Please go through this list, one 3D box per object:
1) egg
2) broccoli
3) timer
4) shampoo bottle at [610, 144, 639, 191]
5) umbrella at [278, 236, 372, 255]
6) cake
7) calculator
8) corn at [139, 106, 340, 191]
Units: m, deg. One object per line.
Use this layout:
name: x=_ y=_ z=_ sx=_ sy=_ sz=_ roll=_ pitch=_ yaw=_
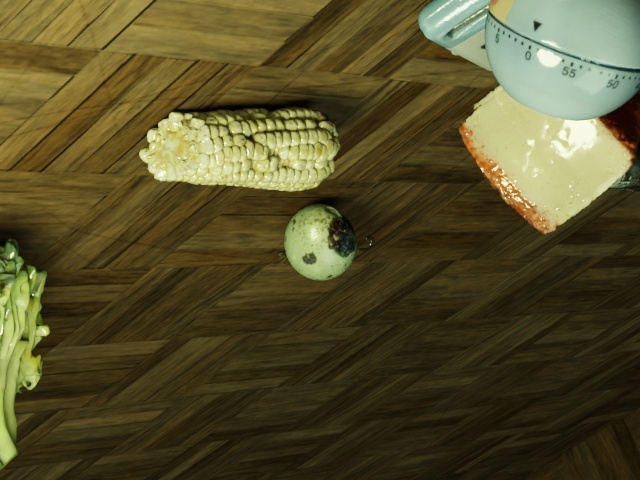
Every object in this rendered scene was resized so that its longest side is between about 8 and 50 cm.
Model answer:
egg: x=0.000 y=0.000 z=2.114 sx=0.085 sy=0.085 sz=0.110 roll=-20 pitch=150 yaw=-12
broccoli: x=-0.357 y=0.136 z=1.806 sx=0.248 sy=0.245 sz=0.288 roll=-29 pitch=168 yaw=-14
timer: x=0.225 y=-0.236 z=1.635 sx=0.175 sy=0.255 sz=0.175 roll=-3 pitch=-171 yaw=0
shampoo bottle: x=0.428 y=-0.094 z=2.405 sx=0.057 sy=0.063 sz=0.208 roll=-24 pitch=166 yaw=40
umbrella: x=0.008 y=0.015 z=2.268 sx=0.149 sy=0.022 sz=0.022 roll=-10 pitch=115 yaw=-35
cake: x=0.310 y=-0.108 z=2.075 sx=0.158 sy=0.159 sz=0.262 roll=-40 pitch=157 yaw=32
calculator: x=0.178 y=-0.223 z=1.792 sx=0.121 sy=0.039 sz=0.210 roll=-33 pitch=159 yaw=20
corn: x=-0.072 y=-0.093 z=1.782 sx=0.211 sy=0.087 sz=0.087 roll=0 pitch=150 yaw=-43
